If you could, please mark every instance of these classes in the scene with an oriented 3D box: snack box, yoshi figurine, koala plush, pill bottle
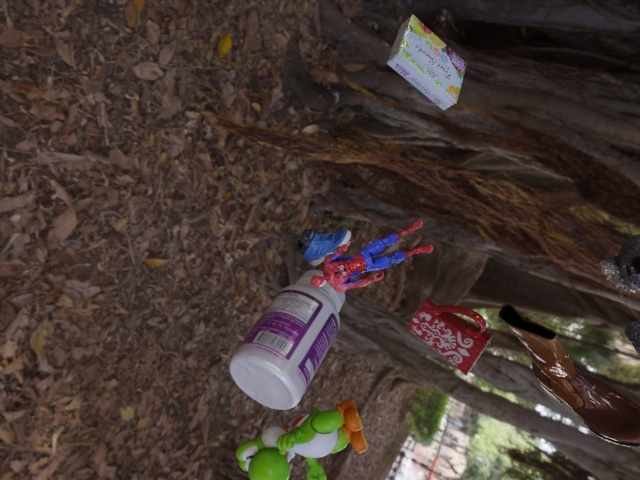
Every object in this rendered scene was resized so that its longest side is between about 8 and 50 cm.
[{"bbox_3d":[0.191,-0.313,0.831,0.037,0.141,0.100,-22,-137,58],"label":"snack box"},{"bbox_3d":[-0.050,0.582,1.287,0.203,0.361,0.204,89,-16,-73],"label":"yoshi figurine"},{"bbox_3d":[0.614,0.076,0.824,0.203,0.221,0.196,8,129,-30],"label":"koala plush"},{"bbox_3d":[-0.058,0.207,1.056,0.302,0.169,0.169,-53,154,-44],"label":"pill bottle"}]

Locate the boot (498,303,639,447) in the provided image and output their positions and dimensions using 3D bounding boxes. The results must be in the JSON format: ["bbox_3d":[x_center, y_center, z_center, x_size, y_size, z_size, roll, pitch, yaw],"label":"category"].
[{"bbox_3d":[0.507,0.257,0.926,0.096,0.264,0.280,-40,119,-2],"label":"boot"}]

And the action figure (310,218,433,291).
[{"bbox_3d":[0.113,0.030,0.940,0.280,0.092,0.139,-22,176,-19],"label":"action figure"}]

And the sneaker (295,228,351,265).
[{"bbox_3d":[0.000,0.001,1.139,0.152,0.084,0.058,-33,-155,43],"label":"sneaker"}]

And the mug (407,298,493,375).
[{"bbox_3d":[0.309,0.206,1.104,0.113,0.169,0.150,-6,125,-61],"label":"mug"}]
